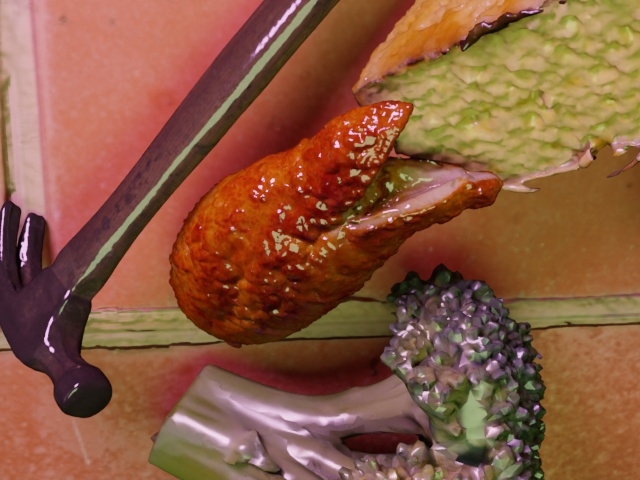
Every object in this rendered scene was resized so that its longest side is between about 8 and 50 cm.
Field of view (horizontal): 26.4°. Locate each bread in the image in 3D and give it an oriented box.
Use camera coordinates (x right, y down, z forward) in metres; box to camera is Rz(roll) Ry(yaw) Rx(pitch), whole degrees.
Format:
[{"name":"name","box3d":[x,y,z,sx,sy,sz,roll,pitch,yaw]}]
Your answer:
[{"name":"bread","box3d":[-0.008,-0.002,0.959,0.139,0.095,0.269,28,141,-33]},{"name":"bread","box3d":[0.161,-0.138,0.904,0.160,0.147,0.261,35,143,-28]}]

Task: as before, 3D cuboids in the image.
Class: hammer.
[{"name":"hammer","box3d":[-0.069,-0.088,0.923,0.440,0.168,0.044,-48,144,10]}]

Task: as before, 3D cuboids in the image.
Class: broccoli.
[{"name":"broccoli","box3d":[0.029,0.196,1.014,0.302,0.249,0.375,22,99,-12]}]
